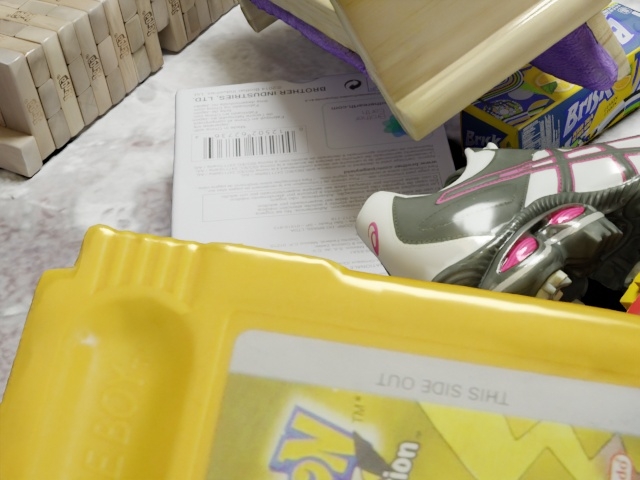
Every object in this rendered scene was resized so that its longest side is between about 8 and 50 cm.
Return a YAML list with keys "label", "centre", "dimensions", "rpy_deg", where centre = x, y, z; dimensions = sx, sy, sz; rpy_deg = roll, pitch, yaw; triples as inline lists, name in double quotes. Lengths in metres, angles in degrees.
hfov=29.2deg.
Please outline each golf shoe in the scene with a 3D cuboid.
- label: "golf shoe"
  centre: [0.141, -0.024, 0.705]
  dimensions: [0.120, 0.105, 0.273]
  rpy_deg: [36, 37, 28]

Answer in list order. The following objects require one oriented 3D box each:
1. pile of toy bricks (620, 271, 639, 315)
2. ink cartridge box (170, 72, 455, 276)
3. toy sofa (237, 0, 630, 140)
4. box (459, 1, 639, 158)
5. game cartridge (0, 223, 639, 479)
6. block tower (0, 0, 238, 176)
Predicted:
- label: "pile of toy bricks"
  centre: [0.123, 0.109, 0.623]
  dimensions: [0.212, 0.118, 0.105]
  rpy_deg: [-50, 26, -19]
- label: "ink cartridge box"
  centre: [0.000, 0.000, 0.780]
  dimensions: [0.185, 0.065, 0.311]
  rpy_deg: [-6, 38, -1]
- label: "toy sofa"
  centre: [0.045, -0.177, 0.859]
  dimensions: [0.150, 0.177, 0.362]
  rpy_deg: [-34, 28, -5]
- label: "box"
  centre: [0.179, -0.107, 0.881]
  dimensions: [0.169, 0.054, 0.059]
  rpy_deg: [-32, 46, -26]
- label: "game cartridge"
  centre: [0.011, 0.147, 0.501]
  dimensions: [0.323, 0.053, 0.285]
  rpy_deg: [9, 67, 4]
- label: "block tower"
  centre: [-0.170, -0.191, 1.006]
  dimensions: [0.091, 0.097, 0.335]
  rpy_deg: [18, 48, 28]
